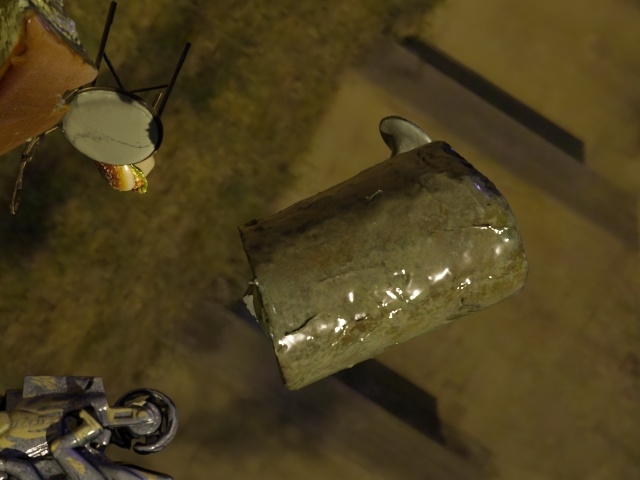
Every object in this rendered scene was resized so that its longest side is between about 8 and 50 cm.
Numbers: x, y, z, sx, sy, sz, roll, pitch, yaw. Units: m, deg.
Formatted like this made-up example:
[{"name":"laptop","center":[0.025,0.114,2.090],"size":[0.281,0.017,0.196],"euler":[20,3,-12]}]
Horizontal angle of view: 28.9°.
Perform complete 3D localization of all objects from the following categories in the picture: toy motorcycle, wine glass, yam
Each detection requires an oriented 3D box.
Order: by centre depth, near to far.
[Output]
[{"name":"toy motorcycle","center":[-0.205,0.163,0.941],"size":[0.061,0.193,0.124],"euler":[109,-13,-67]},{"name":"yam","center":[0.063,0.020,1.330],"size":[0.300,0.195,0.195],"euler":[-23,177,-8]},{"name":"wine glass","center":[0.000,0.000,1.637],"size":[0.309,0.096,0.264],"euler":[-51,-172,-20]}]

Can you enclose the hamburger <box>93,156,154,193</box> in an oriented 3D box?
[{"name":"hamburger","center":[-0.333,-0.138,2.059],"size":[0.081,0.141,0.126],"euler":[-42,-155,-16]}]

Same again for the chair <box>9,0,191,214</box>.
[{"name":"chair","center":[-0.300,-0.162,1.715],"size":[0.160,0.170,0.326],"euler":[-49,-158,44]}]

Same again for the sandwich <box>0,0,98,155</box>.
[{"name":"sandwich","center":[-0.241,-0.139,0.965],"size":[0.088,0.090,0.244],"euler":[-19,168,-39]}]
